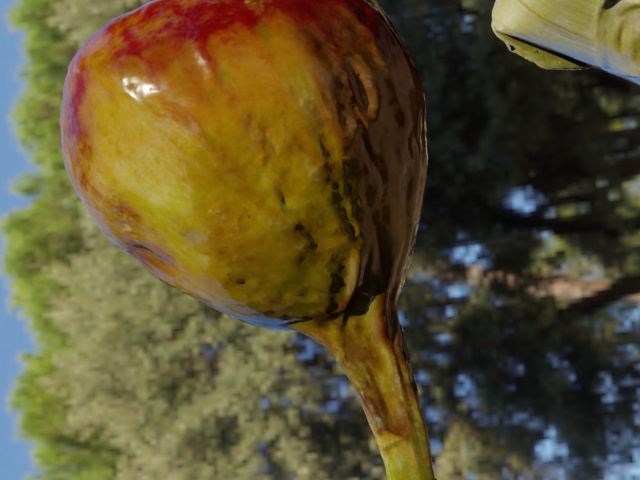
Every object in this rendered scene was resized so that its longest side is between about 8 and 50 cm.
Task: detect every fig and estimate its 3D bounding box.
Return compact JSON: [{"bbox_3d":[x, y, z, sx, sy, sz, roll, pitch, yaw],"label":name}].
[{"bbox_3d":[-0.024,0.002,0.856,0.190,0.191,0.290,-46,-55,-62],"label":"fig"}]

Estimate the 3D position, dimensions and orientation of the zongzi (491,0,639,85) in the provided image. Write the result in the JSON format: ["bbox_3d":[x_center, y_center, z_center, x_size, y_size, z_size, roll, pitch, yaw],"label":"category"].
[{"bbox_3d":[0.342,-0.205,1.134,0.323,0.360,0.160,-60,-10,-30],"label":"zongzi"}]
